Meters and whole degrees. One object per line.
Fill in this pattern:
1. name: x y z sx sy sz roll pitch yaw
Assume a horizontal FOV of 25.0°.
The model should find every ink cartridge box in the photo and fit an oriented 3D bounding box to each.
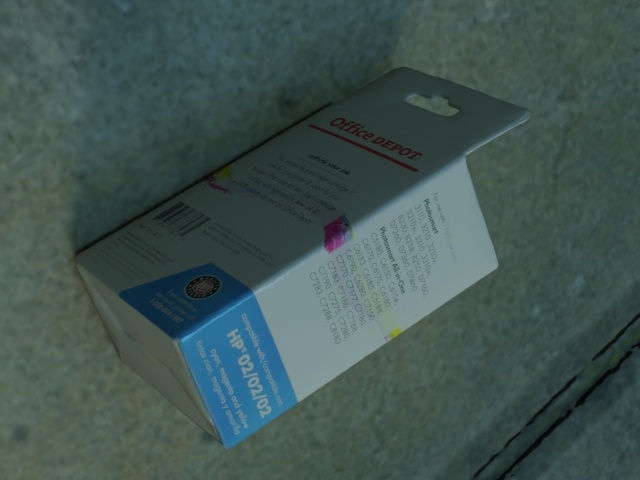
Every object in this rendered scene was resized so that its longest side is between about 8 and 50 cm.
1. ink cartridge box: 0.000 0.000 0.622 0.181 0.104 0.061 -32 122 -19
